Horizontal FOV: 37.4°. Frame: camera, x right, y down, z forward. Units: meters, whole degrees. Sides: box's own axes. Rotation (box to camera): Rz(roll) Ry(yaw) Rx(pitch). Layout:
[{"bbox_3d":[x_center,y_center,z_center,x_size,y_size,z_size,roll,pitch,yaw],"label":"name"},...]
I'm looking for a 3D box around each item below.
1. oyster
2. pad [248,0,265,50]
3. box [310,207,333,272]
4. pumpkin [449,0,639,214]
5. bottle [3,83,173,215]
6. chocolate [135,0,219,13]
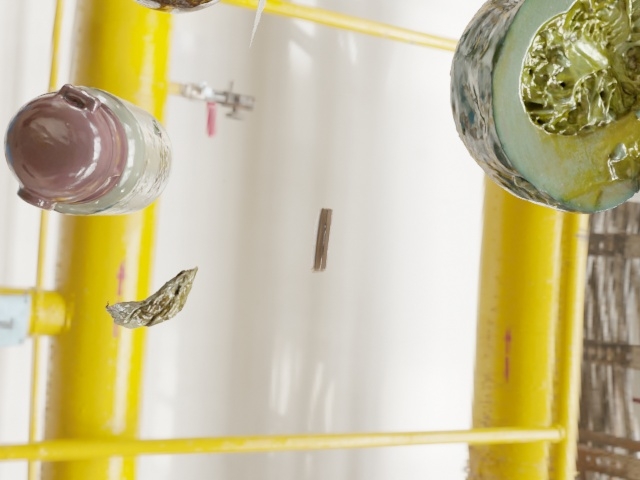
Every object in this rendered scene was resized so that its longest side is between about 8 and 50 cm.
[{"bbox_3d":[-0.134,0.049,0.793,0.051,0.093,0.034,14,-52,59],"label":"oyster"},{"bbox_3d":[-0.081,-0.396,1.461,0.116,0.004,0.193,112,-7,-60],"label":"pad"},{"bbox_3d":[0.000,0.000,1.676,0.048,0.025,0.115,159,-60,-72],"label":"box"},{"bbox_3d":[0.279,-0.184,1.070,0.293,0.263,0.197,-43,-164,-5],"label":"pumpkin"},{"bbox_3d":[-0.213,-0.080,0.867,0.253,0.120,0.120,-51,148,-86],"label":"bottle"},{"bbox_3d":[-0.167,-0.321,1.056,0.176,0.176,0.177,-12,-105,57],"label":"chocolate"}]
